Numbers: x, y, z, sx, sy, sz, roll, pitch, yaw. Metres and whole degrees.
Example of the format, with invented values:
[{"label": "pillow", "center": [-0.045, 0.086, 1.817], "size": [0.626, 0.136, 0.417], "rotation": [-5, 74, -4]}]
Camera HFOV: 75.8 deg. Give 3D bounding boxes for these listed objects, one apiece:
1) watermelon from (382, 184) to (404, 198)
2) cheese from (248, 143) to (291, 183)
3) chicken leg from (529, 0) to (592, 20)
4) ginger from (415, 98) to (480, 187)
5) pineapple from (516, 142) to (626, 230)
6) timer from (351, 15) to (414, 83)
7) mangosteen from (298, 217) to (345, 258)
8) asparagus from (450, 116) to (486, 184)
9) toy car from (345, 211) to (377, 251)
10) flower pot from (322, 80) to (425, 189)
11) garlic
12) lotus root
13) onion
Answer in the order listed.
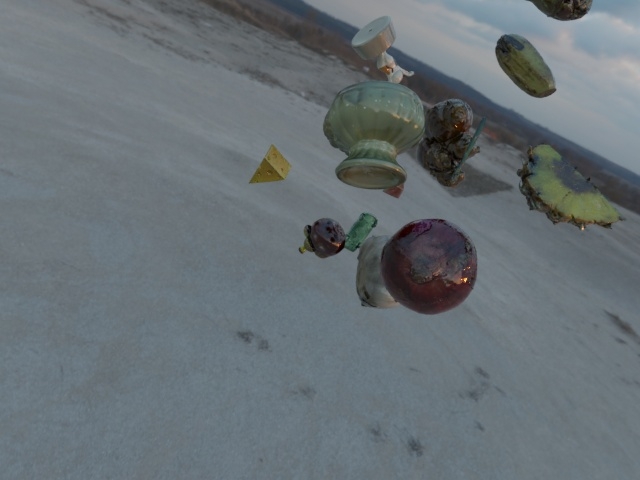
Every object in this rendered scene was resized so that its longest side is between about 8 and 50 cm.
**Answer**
[{"label": "watermelon", "center": [0.298, -0.208, 1.675], "size": [0.093, 0.084, 0.072], "rotation": [-24, 63, -18]}, {"label": "cheese", "center": [-0.227, -0.291, 1.685], "size": [0.126, 0.171, 0.093], "rotation": [45, 47, -29]}, {"label": "chicken leg", "center": [0.949, -0.994, 1.682], "size": [0.362, 0.140, 0.211], "rotation": [10, 13, -13]}, {"label": "ginger", "center": [0.450, -0.354, 1.475], "size": [0.153, 0.357, 0.274], "rotation": [-3, 52, -5]}, {"label": "pineapple", "center": [0.647, -0.123, 1.165], "size": [0.334, 0.161, 0.158], "rotation": [59, -1, 23]}, {"label": "timer", "center": [0.264, -0.732, 1.659], "size": [0.266, 0.175, 0.175], "rotation": [47, 12, -35]}, {"label": "mangosteen", "center": [0.011, 0.000, 1.570], "size": [0.146, 0.181, 0.155], "rotation": [12, 48, -36]}, {"label": "asparagus", "center": [0.302, -0.184, 0.840], "size": [0.013, 0.165, 0.016], "rotation": [27, -9, 13]}, {"label": "toy car", "center": [0.191, -0.049, 2.036], "size": [0.090, 0.224, 0.076], "rotation": [30, 21, -14]}, {"label": "flower pot", "center": [0.156, -0.299, 1.239], "size": [0.308, 0.243, 0.307], "rotation": [6, -13, 1]}, {"label": "garlic", "center": [0.258, 0.131, 1.700], "size": [0.241, 0.321, 0.321], "rotation": [15, 28, -34]}, {"label": "lotus root", "center": [0.677, -0.577, 1.364], "size": [0.097, 0.110, 0.258], "rotation": [-19, 74, -48]}, {"label": "onion", "center": [0.304, 0.071, 1.161], "size": [0.277, 0.276, 0.276], "rotation": [22, 26, -11]}]
